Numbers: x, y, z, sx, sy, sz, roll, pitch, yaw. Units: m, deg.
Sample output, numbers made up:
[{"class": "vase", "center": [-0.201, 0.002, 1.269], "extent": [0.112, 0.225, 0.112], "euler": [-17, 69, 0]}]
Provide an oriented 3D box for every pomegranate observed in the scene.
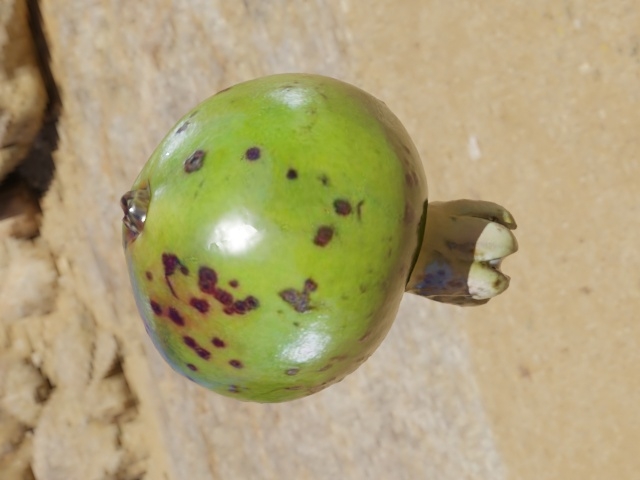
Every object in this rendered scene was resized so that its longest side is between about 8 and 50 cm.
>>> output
[{"class": "pomegranate", "center": [0.000, 0.000, 0.862], "extent": [0.202, 0.248, 0.202], "euler": [-169, 90, -71]}]
